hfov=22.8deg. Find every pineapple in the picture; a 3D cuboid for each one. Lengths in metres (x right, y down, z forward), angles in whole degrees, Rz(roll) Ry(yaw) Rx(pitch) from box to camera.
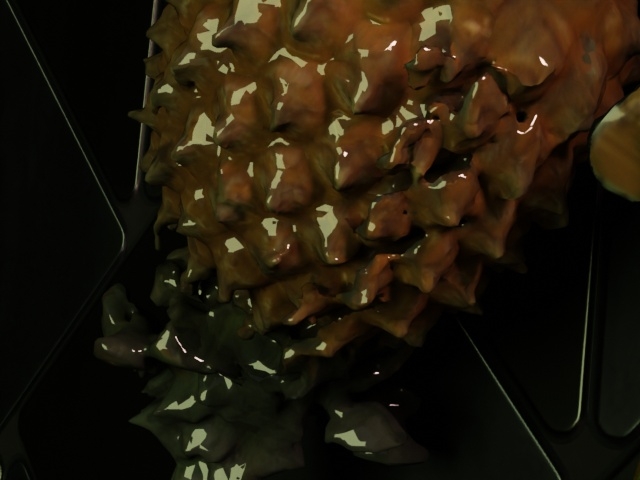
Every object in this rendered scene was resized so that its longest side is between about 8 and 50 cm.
[{"bbox_3d":[0.001,-0.001,0.770,0.223,0.223,0.357,45,123,42],"label":"pineapple"}]

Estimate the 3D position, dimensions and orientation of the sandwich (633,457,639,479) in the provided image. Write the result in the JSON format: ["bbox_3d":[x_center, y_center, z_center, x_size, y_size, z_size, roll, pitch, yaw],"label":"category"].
[{"bbox_3d":[0.187,0.102,0.678,0.074,0.074,0.116,55,153,37],"label":"sandwich"}]

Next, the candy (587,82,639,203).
[{"bbox_3d":[0.231,-0.089,0.592,0.143,0.101,0.271,36,117,-2],"label":"candy"}]
